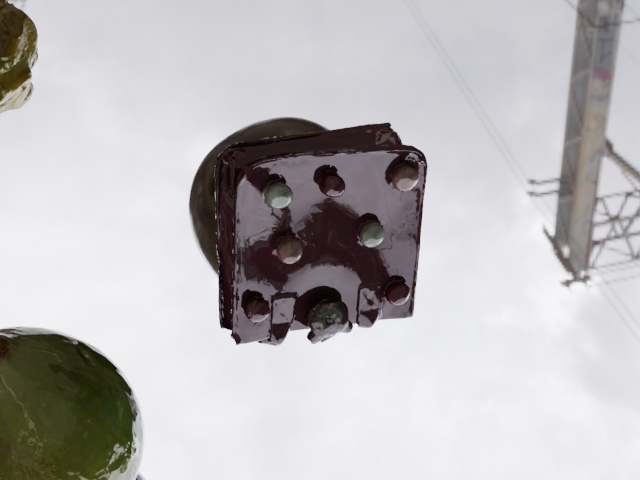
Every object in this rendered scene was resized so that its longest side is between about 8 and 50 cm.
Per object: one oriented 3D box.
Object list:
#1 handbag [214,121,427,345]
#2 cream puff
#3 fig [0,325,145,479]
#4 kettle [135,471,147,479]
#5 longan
[{"bbox_3d":[0.001,0.001,0.941,0.203,0.216,0.074,-7,-155,-19],"label":"handbag"},{"bbox_3d":[-0.538,-0.272,1.340,0.282,0.282,0.185,-8,177,-3],"label":"cream puff"},{"bbox_3d":[-0.282,0.178,0.945,0.207,0.230,0.207,-11,-163,4],"label":"fig"},{"bbox_3d":[-0.337,0.299,1.201,0.262,0.308,0.203,-8,-142,44],"label":"kettle"},{"bbox_3d":[-0.050,-0.038,1.498,0.319,0.319,0.319,-3,-141,3],"label":"longan"}]
